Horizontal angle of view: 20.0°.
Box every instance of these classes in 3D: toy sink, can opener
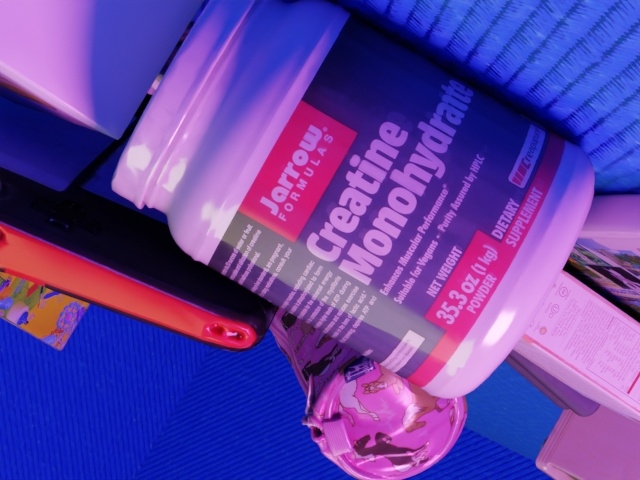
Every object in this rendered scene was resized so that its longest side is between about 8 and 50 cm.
[{"bbox_3d":[0.351,0.249,2.126,0.234,0.131,0.153,25,171,40],"label":"toy sink"},{"bbox_3d":[0.190,0.119,1.996,0.283,0.095,0.076,40,170,-25],"label":"can opener"}]

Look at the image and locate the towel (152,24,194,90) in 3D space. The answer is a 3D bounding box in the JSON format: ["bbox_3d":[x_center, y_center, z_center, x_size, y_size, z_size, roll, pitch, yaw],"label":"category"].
[{"bbox_3d":[-0.057,-0.116,1.542,0.282,0.049,0.187,26,173,30],"label":"towel"}]

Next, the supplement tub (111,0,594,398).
[{"bbox_3d":[0.022,-0.037,1.186,0.272,0.191,0.191,30,173,-2],"label":"supplement tub"}]

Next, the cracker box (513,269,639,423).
[{"bbox_3d":[0.196,0.071,1.482,0.232,0.067,0.155,34,176,-28],"label":"cracker box"}]

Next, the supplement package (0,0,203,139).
[{"bbox_3d":[-0.209,-0.188,1.232,0.194,0.149,0.203,34,174,-29],"label":"supplement package"}]

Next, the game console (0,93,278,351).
[{"bbox_3d":[-0.170,-0.053,1.354,0.342,0.060,0.386,19,-161,2],"label":"game console"}]

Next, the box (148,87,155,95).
[{"bbox_3d":[-0.186,-0.105,1.821,0.103,0.114,0.203,33,178,-25],"label":"box"}]

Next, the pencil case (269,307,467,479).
[{"bbox_3d":[0.044,0.133,2.089,0.167,0.160,0.386,31,-170,-18],"label":"pencil case"}]

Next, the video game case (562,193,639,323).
[{"bbox_3d":[0.298,0.054,1.349,0.300,0.036,0.329,31,174,-13],"label":"video game case"}]

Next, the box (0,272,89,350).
[{"bbox_3d":[-0.366,-0.058,2.230,0.177,0.290,0.279,27,171,25],"label":"box"}]
